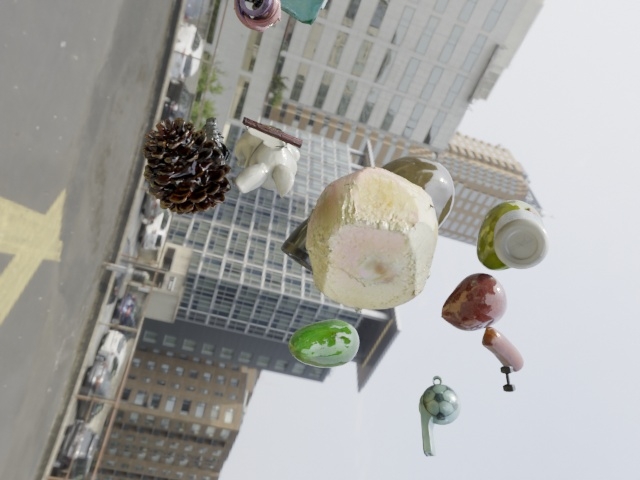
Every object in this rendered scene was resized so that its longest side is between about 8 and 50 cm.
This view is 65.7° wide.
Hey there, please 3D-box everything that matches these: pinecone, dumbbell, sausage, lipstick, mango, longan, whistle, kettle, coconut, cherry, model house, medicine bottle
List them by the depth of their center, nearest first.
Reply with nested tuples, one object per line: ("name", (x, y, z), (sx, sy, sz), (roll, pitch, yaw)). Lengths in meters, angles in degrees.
("lipstick", (-0.134, -0.301, 1.380), (0.027, 0.177, 0.027), (-160, -90, -75))
("pinecone", (-0.389, -0.213, 1.415), (0.292, 0.246, 0.246), (76, 14, -48))
("coconut", (0.153, -0.025, 1.451), (0.404, 0.405, 0.404), (-165, -90, -78))
("medicine bottle", (0.643, -0.014, 1.599), (0.289, 0.157, 0.157), (-31, 142, -67))
("dumbbell", (0.616, 0.455, 1.628), (0.036, 0.040, 0.083), (18, 65, -76))
("model house", (-0.089, -0.936, 1.748), (0.230, 0.281, 0.248), (-56, -164, 24))
("whistle", (0.453, 0.652, 1.862), (0.163, 0.164, 0.289), (122, -26, -54))
("longan", (0.356, -0.164, 1.960), (0.361, 0.361, 0.360), (-165, -90, -78))
("sausage", (0.741, 0.442, 2.006), (0.083, 0.300, 0.089), (18, -110, 53))
("cherry", (0.657, 0.268, 2.104), (0.221, 0.308, 0.261), (59, -5, 38))
("mango", (0.018, 0.455, 2.173), (0.225, 0.382, 0.201), (46, -61, 34))
("kettle", (-0.003, -0.005, 2.208), (0.271, 0.251, 0.207), (-57, -173, -9))

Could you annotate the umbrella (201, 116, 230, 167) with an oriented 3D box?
("umbrella", (-0.490, -0.416, 2.177), (0.128, 0.154, 0.336), (66, -1, -45))

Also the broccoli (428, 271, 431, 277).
("broccoli", (0.423, 0.128, 2.365), (0.254, 0.269, 0.269), (64, -38, 39))

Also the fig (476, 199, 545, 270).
("fig", (0.767, -0.009, 2.044), (0.326, 0.258, 0.258), (115, -15, -45))

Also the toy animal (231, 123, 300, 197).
("toy animal", (-0.169, -0.244, 1.512), (0.325, 0.209, 0.154), (-88, -176, -59))

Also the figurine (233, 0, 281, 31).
("figurine", (-0.147, -0.605, 1.301), (0.157, 0.114, 0.126), (2, 111, -64))
